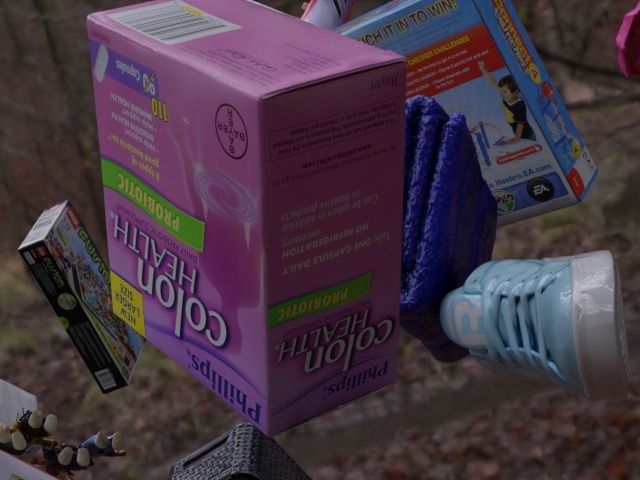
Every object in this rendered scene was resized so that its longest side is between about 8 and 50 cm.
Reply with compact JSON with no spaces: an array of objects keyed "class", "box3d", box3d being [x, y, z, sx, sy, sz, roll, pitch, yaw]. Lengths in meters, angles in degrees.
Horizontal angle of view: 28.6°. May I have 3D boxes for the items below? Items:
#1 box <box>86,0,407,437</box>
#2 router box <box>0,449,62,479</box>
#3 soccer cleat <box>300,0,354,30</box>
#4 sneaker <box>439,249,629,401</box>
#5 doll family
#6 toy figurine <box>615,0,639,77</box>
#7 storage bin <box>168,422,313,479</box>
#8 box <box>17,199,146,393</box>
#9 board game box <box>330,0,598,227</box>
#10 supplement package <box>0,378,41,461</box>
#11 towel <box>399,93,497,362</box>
[{"class":"box","box3d":[-0.054,-0.028,0.873,0.117,0.243,0.213,-20,33,-32]},{"class":"router box","box3d":[-0.317,0.165,0.936,0.335,0.082,0.301,30,-16,-14]},{"class":"soccer cleat","box3d":[0.012,-0.337,1.917,0.248,0.095,0.083,-61,5,-12]},{"class":"sneaker","box3d":[0.188,0.081,1.144,0.150,0.135,0.366,-8,-3,3]},{"class":"doll family","box3d":[-0.336,0.258,1.564,0.193,0.076,0.111,25,-34,-20]},{"class":"toy figurine","box3d":[0.331,-0.163,1.098,0.173,0.130,0.159,29,9,-14]},{"class":"storage bin","box3d":[-0.063,0.289,1.269,0.122,0.180,0.084,-33,23,18]},{"class":"box","box3d":[-0.278,0.066,1.481,0.036,0.207,0.114,-20,23,14]},{"class":"board game box","box3d":[0.139,-0.150,1.562,0.308,0.302,0.086,-18,19,38]},{"class":"supplement package","box3d":[-0.506,0.256,1.800,0.105,0.179,0.105,-40,40,18]},{"class":"towel","box3d":[0.135,-0.002,1.322,0.076,0.227,0.308,2,-13,17]}]
